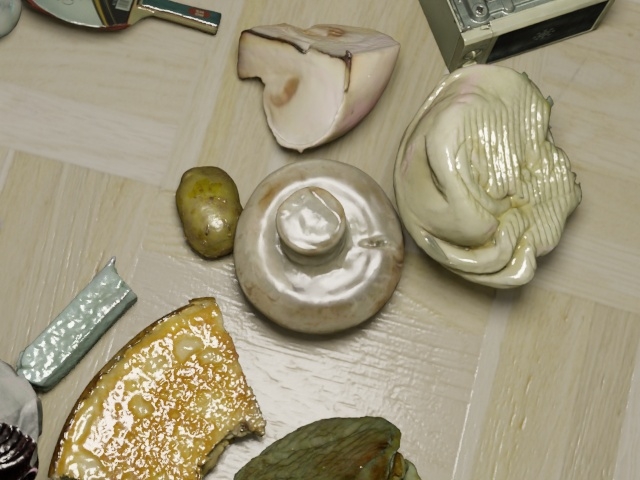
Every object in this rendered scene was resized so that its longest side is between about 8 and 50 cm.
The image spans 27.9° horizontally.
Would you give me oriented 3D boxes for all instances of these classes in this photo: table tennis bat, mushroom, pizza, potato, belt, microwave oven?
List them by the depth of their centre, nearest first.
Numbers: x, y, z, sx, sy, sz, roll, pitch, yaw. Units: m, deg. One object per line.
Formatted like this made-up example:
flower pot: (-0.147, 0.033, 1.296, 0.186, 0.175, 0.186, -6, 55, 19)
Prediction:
belt: (-0.481, 0.226, 1.667, 0.289, 0.164, 0.184, 36, 53, 15)
pizza: (-0.200, 0.235, 1.711, 0.223, 0.089, 0.323, 41, 70, -1)
mushroom: (0.000, 0.000, 1.719, 0.243, 0.243, 0.243, 1, 74, -3)
potato: (-0.155, -0.043, 1.803, 0.092, 0.070, 0.138, -14, 75, -8)
mushroom: (0.010, -0.221, 1.847, 0.236, 0.173, 0.162, 24, 115, 40)
table tennis bat: (-0.294, -0.355, 1.882, 0.301, 0.022, 0.173, 15, 47, -7)
microwave oven: (0.279, -0.376, 1.886, 0.240, 0.145, 0.194, -19, 79, -8)

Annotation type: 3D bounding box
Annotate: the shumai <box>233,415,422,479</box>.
shumai: (0.015, 0.364, 1.649, 0.272, 0.222, 0.203, -17, 112, 12)

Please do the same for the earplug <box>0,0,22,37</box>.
earplug: (-0.587, -0.361, 1.830, 0.324, 0.185, 0.185, 17, 74, -5)

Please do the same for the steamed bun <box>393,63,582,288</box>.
steamed bun: (0.197, -0.085, 1.762, 0.268, 0.207, 0.280, 55, 51, -20)

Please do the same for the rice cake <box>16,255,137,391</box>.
rice cake: (-0.329, 0.120, 1.751, 0.063, 0.069, 0.206, 40, 73, 10)
